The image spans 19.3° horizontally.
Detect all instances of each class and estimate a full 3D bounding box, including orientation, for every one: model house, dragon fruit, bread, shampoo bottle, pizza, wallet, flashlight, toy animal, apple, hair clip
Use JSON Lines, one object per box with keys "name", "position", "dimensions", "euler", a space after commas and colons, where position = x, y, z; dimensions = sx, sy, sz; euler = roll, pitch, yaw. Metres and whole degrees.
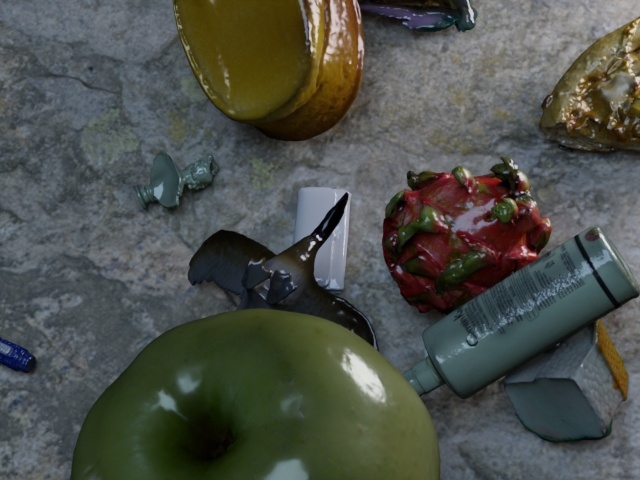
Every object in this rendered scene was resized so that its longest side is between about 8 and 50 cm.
{"name": "model house", "position": [0.257, 0.141, 1.912], "dimensions": [0.100, 0.088, 0.100], "euler": [-9, 32, 43]}
{"name": "dragon fruit", "position": [0.153, -0.011, 1.956], "dimensions": [0.172, 0.160, 0.166], "euler": [-23, 84, 21]}
{"name": "bread", "position": [-0.056, -0.245, 2.099], "dimensions": [0.195, 0.142, 0.270], "euler": [-22, 78, 27]}
{"name": "shampoo bottle", "position": [0.190, 0.086, 1.891], "dimensions": [0.262, 0.085, 0.085], "euler": [-32, 61, 11]}
{"name": "pizza", "position": [0.331, -0.151, 2.042], "dimensions": [0.182, 0.062, 0.161], "euler": [-33, 64, -6]}
{"name": "wallet", "position": [0.000, 0.000, 2.063], "dimensions": [0.061, 0.025, 0.122], "euler": [2, 65, 7]}
{"name": "flashlight", "position": [-0.370, 0.114, 2.083], "dimensions": [0.121, 0.035, 0.057], "euler": [23, 71, 22]}
{"name": "toy animal", "position": [-0.025, 0.042, 1.959], "dimensions": [0.272, 0.160, 0.197], "euler": [35, 108, 13]}
{"name": "apple", "position": [-0.053, 0.245, 1.783], "dimensions": [0.357, 0.357, 0.357], "euler": [-5, 64, 10]}
{"name": "hair clip", "position": [0.011, -0.305, 2.192], "dimensions": [0.358, 0.095, 0.110], "euler": [6, 103, 24]}

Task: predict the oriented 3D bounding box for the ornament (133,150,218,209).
{"name": "ornament", "position": [-0.166, -0.067, 2.123], "dimensions": [0.092, 0.041, 0.068], "euler": [1, 68, 12]}
